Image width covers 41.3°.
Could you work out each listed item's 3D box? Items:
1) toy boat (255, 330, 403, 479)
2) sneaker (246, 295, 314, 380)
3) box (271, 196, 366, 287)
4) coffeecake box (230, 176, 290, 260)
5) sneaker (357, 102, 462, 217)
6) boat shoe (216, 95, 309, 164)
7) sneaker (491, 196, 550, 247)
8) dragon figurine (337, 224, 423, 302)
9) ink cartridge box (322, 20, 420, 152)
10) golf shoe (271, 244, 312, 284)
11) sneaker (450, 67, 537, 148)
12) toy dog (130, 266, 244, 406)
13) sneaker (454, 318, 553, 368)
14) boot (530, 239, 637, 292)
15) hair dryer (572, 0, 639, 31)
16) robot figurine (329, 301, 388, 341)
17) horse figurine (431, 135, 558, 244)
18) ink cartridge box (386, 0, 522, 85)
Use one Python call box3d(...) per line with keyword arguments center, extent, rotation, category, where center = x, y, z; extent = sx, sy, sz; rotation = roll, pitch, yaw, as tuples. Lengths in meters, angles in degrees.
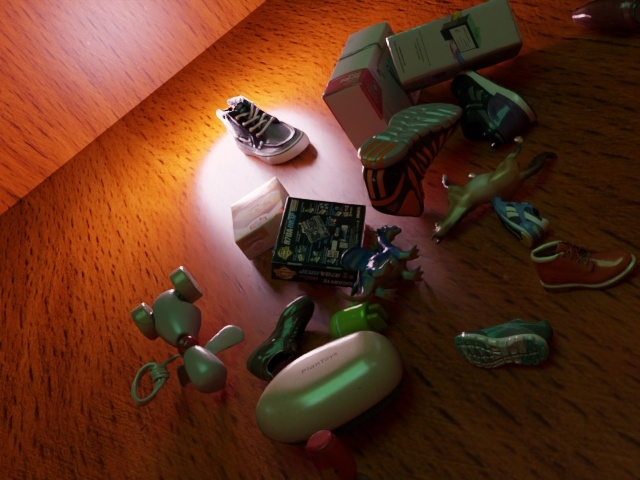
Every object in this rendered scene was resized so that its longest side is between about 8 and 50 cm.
box3d(center=(0.024, 0.292, 1.359), extent=(0.268, 0.148, 0.318), rotation=(-26, 24, 10), category="toy boat")
box3d(center=(-0.060, 0.196, 1.657), extent=(0.071, 0.066, 0.188), rotation=(27, 73, 40), category="sneaker")
box3d(center=(0.000, 0.000, 1.772), extent=(0.175, 0.051, 0.220), rotation=(6, 41, 3), category="box")
box3d(center=(-0.139, -0.055, 2.072), extent=(0.142, 0.068, 0.185), rotation=(-31, 31, 9), category="coffeecake box")
box3d(center=(0.191, -0.161, 1.775), extent=(0.125, 0.180, 0.321), rotation=(18, 41, 39), category="sneaker")
box3d(center=(-0.174, -0.316, 2.382), extent=(0.127, 0.158, 0.341), rotation=(-49, 31, -18), category="boat shoe")
box3d(center=(0.359, -0.042, 1.531), extent=(0.059, 0.053, 0.144), rotation=(-38, 38, 2), category="sneaker")
box3d(center=(0.092, 0.058, 1.589), extent=(0.144, 0.085, 0.289), rotation=(5, 29, 41), category="dragon figurine")
box3d(center=(0.133, -0.369, 2.074), extent=(0.117, 0.207, 0.283), rotation=(-15, 37, 33), category="ink cartridge box")
box3d(center=(-0.035, 0.028, 1.835), extent=(0.094, 0.077, 0.198), rotation=(-41, 31, -7), category="golf shoe")
box3d(center=(0.336, -0.285, 1.847), extent=(0.124, 0.107, 0.283), rotation=(-44, 29, 1), category="sneaker")
box3d(center=(-0.273, 0.217, 1.800), extent=(0.220, 0.161, 0.333), rotation=(-26, 46, 14), category="toy dog")
box3d(center=(0.291, 0.157, 1.333), extent=(0.167, 0.065, 0.076), rotation=(-3, 28, 41), category="sneaker")
box3d(center=(0.411, 0.033, 1.337), extent=(0.158, 0.084, 0.059), rotation=(-13, 36, 34), category="boot")
box3d(center=(0.693, -0.519, 1.841), extent=(0.294, 0.080, 0.223), rotation=(-12, 22, 29), category="hair dryer")
box3d(center=(0.066, 0.153, 1.558), extent=(0.115, 0.067, 0.101), rotation=(-21, 37, 27), category="robot figurine")
box3d(center=(0.326, -0.110, 1.648), extent=(0.263, 0.066, 0.174), rotation=(-25, 26, 26), category="horse figurine")
box3d(center=(0.305, -0.442, 1.944), extent=(0.278, 0.117, 0.201), rotation=(-18, 0, 9), category="ink cartridge box")
